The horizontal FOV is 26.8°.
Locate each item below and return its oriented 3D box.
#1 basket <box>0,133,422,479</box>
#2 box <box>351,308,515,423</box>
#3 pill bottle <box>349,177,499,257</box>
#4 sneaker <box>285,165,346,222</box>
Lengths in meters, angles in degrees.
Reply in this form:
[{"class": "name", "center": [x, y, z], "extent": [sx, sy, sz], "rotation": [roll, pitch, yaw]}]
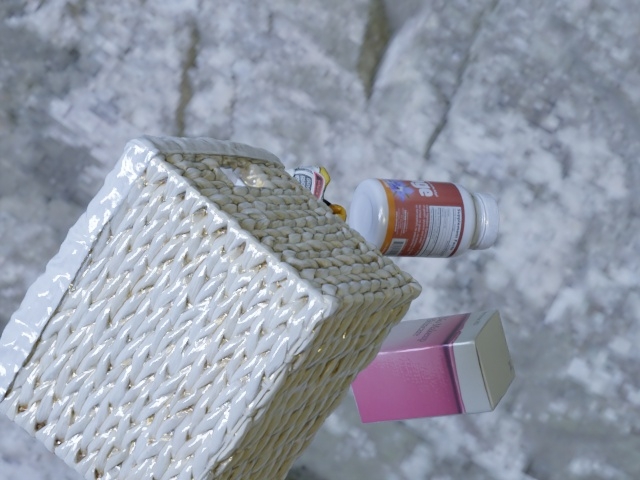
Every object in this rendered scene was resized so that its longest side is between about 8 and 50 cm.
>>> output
[{"class": "basket", "center": [-0.118, 0.097, 1.420], "extent": [0.266, 0.331, 0.328], "rotation": [40, -166, 16]}, {"class": "box", "center": [0.179, 0.205, 2.190], "extent": [0.232, 0.148, 0.127], "rotation": [-10, 104, 26]}, {"class": "pill bottle", "center": [0.164, -0.033, 2.101], "extent": [0.216, 0.121, 0.121], "rotation": [2, 171, -23]}, {"class": "sneaker", "center": [0.000, 0.000, 1.853], "extent": [0.088, 0.093, 0.225], "rotation": [-115, 8, -60]}]
